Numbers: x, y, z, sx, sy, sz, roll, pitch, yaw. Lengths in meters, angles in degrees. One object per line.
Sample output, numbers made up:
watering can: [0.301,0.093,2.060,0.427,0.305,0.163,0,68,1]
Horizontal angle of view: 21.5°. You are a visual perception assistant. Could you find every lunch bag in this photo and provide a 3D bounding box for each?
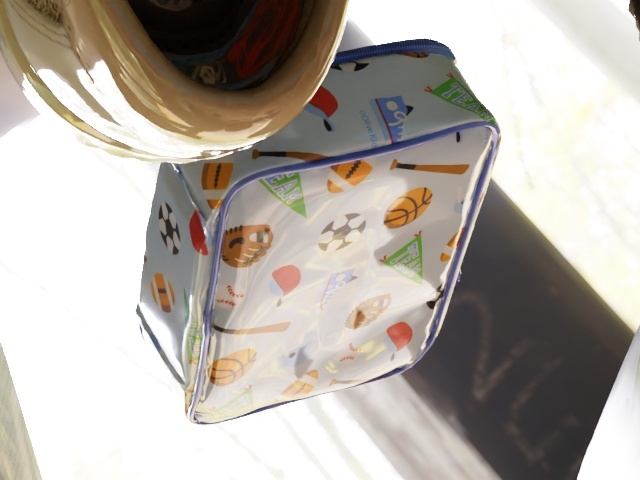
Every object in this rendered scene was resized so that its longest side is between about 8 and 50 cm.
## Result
lunch bag: [0.000,0.000,1.198,0.243,0.115,0.303,-16,-35,-25]

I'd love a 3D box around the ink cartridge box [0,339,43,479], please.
ink cartridge box: [-0.185,0.111,0.507,0.223,0.045,0.224,-2,-56,7]

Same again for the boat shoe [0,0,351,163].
boat shoe: [-0.031,-0.188,0.366,0.121,0.341,0.110,-8,4,-13]

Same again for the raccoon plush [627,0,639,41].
raccoon plush: [0.045,-0.234,0.795,0.299,0.447,0.216,-12,-23,5]

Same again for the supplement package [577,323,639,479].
supplement package: [0.183,0.129,0.679,0.203,0.149,0.194,-66,-8,-50]
